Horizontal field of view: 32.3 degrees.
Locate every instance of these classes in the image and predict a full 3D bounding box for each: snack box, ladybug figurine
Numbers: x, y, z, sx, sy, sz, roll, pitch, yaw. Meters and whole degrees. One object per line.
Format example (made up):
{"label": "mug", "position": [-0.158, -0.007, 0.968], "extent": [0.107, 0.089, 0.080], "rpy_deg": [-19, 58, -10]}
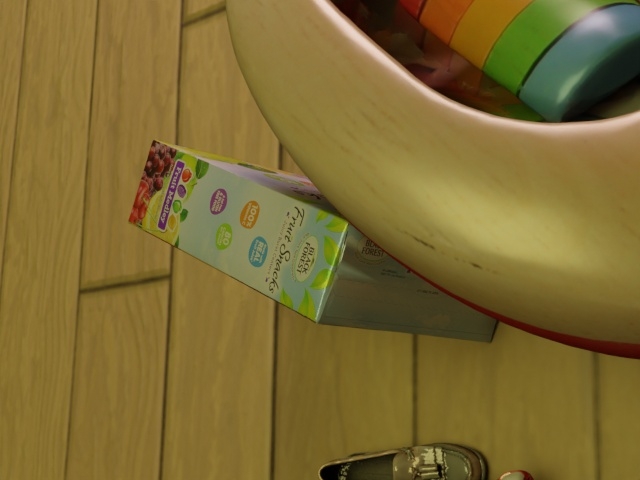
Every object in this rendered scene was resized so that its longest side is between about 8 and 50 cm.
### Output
{"label": "snack box", "position": [0.000, 0.000, 0.758], "extent": [0.207, 0.175, 0.070], "rpy_deg": [26, 100, 43]}
{"label": "ladybug figurine", "position": [0.123, -0.089, 0.627], "extent": [0.305, 0.161, 0.449], "rpy_deg": [-27, 50, -11]}

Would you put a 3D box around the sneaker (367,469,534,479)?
{"label": "sneaker", "position": [0.099, 0.173, 0.696], "extent": [0.161, 0.057, 0.075], "rpy_deg": [21, 87, 33]}

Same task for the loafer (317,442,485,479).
{"label": "loafer", "position": [0.053, 0.162, 0.759], "extent": [0.125, 0.039, 0.045], "rpy_deg": [-13, 71, 41]}
